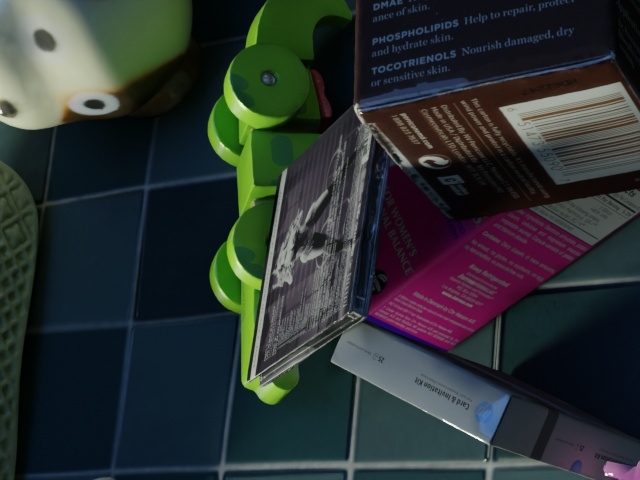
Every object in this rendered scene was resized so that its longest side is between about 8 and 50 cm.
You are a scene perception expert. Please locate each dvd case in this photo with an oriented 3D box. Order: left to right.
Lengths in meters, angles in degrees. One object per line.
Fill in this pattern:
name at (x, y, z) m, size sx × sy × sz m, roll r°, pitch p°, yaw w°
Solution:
dvd case at (0.000, 0.000, 1.327) m, size 0.221 × 0.018 × 0.164 m, roll 142°, pitch 139°, yaw -65°

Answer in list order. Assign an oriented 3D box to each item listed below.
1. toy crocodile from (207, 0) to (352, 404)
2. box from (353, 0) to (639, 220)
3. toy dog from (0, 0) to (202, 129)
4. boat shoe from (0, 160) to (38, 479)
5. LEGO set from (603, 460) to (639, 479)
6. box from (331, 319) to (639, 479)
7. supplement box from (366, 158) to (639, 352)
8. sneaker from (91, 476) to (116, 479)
toy crocodile at (-0.029, -0.041, 1.516) m, size 0.115 × 0.105 × 0.341 m, roll 120°, pitch 151°, yaw -67°
box at (0.129, -0.146, 1.234) m, size 0.167 × 0.168 × 0.203 m, roll -11°, pitch 61°, yaw 23°
toy dog at (-0.266, -0.244, 1.700) m, size 0.395 × 0.284 × 0.408 m, roll -29°, pitch 47°, yaw -17°
boat shoe at (-0.367, 0.163, 1.660) m, size 0.156 × 0.187 × 0.500 m, roll -12°, pitch 62°, yaw 41°
LEGO set at (0.207, 0.242, 1.231) m, size 0.093 × 0.087 × 0.227 m, roll 7°, pitch 85°, yaw 43°
box at (0.117, 0.109, 1.280) m, size 0.145 × 0.186 × 0.038 m, roll 25°, pitch 93°, yaw 41°
supplement box at (0.120, -0.031, 1.381) m, size 0.220 × 0.114 × 0.111 m, roll -37°, pitch 53°, yaw 20°
sneaker at (-0.201, 0.248, 1.577) m, size 0.134 × 0.051 × 0.070 m, roll -45°, pitch 50°, yaw 13°
